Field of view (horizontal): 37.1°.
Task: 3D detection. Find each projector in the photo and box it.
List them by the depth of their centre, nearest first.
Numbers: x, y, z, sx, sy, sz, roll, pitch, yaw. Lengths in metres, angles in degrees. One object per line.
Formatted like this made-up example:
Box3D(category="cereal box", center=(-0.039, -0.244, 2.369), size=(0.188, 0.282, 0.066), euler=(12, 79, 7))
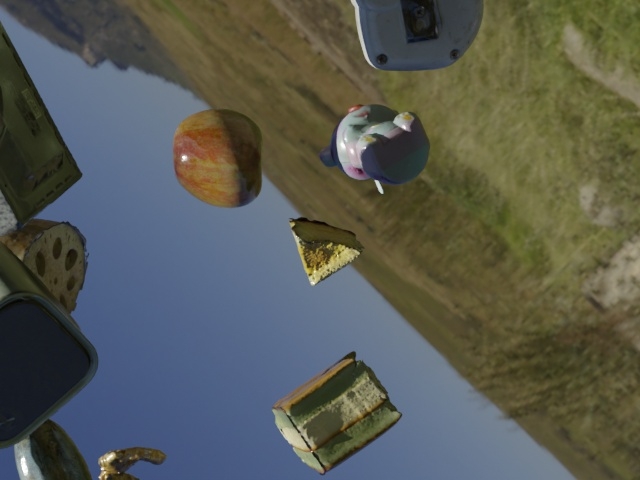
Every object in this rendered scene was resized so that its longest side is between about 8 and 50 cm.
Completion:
Box3D(category="projector", center=(-0.572, 0.171, 1.660), size=(0.249, 0.249, 0.248), euler=(36, 164, 47))

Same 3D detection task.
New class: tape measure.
Box3D(category="tape measure", center=(0.197, -0.468, 1.890), size=(0.130, 0.258, 0.265), euler=(-121, 17, -75))

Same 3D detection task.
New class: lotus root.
Box3D(category="lotus root", center=(-0.620, 0.070, 1.968), size=(0.192, 0.272, 0.272), euler=(8, 178, 9))
Box3D(category="lotus root", center=(-0.678, 0.546, 2.373), size=(0.322, 0.158, 0.140), euler=(62, 150, 7))

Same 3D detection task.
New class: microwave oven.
Box3D(category="microwave oven", center=(-0.632, -0.205, 1.495), size=(0.236, 0.375, 0.432), euler=(-69, -42, -64))

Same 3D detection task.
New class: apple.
Box3D(category="apple", center=(-0.263, -0.210, 2.459), size=(0.234, 0.256, 0.257), euler=(2, -167, -9))

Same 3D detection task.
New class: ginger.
Box3D(category="ginger", center=(-0.396, 0.462, 1.907), size=(0.176, 0.193, 0.052), euler=(50, -170, -50))

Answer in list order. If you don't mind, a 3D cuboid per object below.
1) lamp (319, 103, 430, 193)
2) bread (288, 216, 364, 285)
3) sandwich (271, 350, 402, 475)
Box3D(category="lamp", center=(0.157, -0.225, 2.431), size=(0.247, 0.247, 0.301), euler=(60, 169, -25))
Box3D(category="bread", center=(0.000, 0.000, 2.420), size=(0.160, 0.169, 0.140), euler=(55, -173, -30))
Box3D(category="sandwich", center=(0.031, 0.323, 1.813), size=(0.155, 0.198, 0.227), euler=(56, 166, 2))
